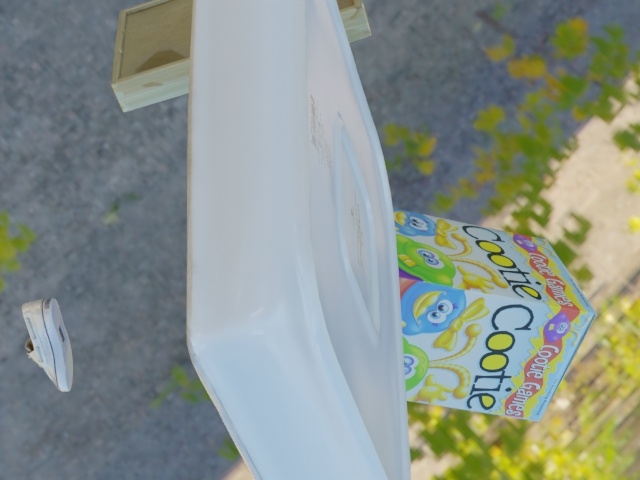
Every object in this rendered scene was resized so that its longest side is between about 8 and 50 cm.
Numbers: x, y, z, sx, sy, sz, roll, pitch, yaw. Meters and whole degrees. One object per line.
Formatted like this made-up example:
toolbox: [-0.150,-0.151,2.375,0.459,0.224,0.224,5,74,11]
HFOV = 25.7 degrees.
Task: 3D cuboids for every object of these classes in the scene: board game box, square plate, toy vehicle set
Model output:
board game box: [0.106,0.067,1.399,0.275,0.144,0.142,11,119,-23]
square plate: [0.000,0.000,0.772,0.049,0.347,0.344,-8,143,9]
toy vehicle set: [-0.085,-0.227,1.461,0.267,0.166,0.035,-16,126,9]

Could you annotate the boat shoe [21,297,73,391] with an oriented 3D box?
boat shoe: [-0.246,0.095,1.258,0.035,0.035,0.100,-4,127,5]
